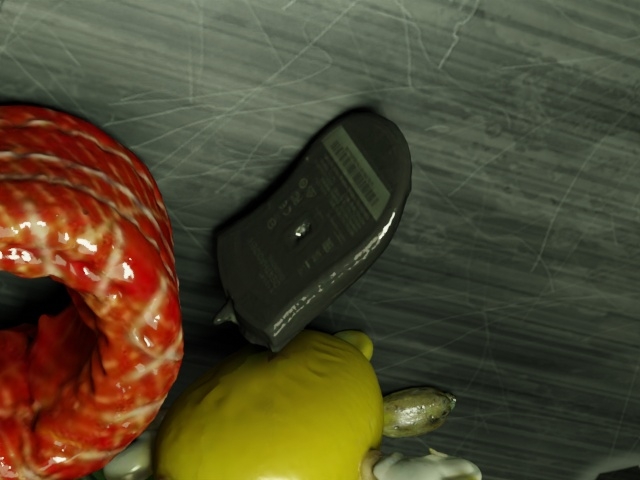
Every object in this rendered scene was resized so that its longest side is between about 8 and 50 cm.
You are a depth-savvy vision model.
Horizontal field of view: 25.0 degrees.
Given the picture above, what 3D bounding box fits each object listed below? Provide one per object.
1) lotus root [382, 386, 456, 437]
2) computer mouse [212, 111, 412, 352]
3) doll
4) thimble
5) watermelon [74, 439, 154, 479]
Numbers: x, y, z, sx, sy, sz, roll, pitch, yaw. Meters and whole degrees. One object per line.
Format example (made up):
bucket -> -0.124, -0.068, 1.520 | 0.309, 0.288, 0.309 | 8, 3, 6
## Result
lotus root -> 0.106, 0.190, 1.595 | 0.099, 0.049, 0.054 | -12, 126, -10
computer mouse -> 0.000, 0.000, 1.380 | 0.264, 0.147, 0.088 | -40, 142, 16
doll -> -0.055, 0.212, 1.328 | 0.423, 0.348, 0.161 | -18, 116, -27
thimble -> -0.293, 0.059, 1.305 | 0.350, 0.230, 0.350 | -5, 125, -7
watermelon -> -0.249, 0.275, 1.501 | 0.188, 0.188, 0.215 | -8, 134, -5
